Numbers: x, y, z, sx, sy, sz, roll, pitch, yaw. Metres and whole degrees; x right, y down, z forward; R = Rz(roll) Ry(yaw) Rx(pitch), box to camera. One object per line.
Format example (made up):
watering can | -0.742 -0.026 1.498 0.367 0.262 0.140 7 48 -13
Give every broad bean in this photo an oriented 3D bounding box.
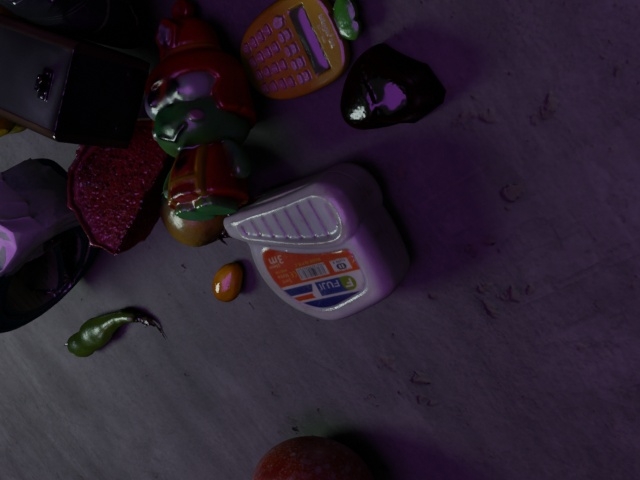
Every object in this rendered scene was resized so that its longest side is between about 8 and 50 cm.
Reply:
broad bean | -0.499 0.218 1.585 0.318 0.056 0.098 -14 106 33

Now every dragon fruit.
dragon fruit | -0.356 -0.118 1.239 0.161 0.126 0.274 25 88 5

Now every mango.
mango | -0.177 0.079 1.328 0.060 0.046 0.089 36 115 8

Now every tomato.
tomato | -0.003 0.511 1.331 0.270 0.227 0.270 29 131 40

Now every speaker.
speaker | -0.426 -0.257 1.107 0.231 0.192 0.153 24 103 26

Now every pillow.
pillow | -0.400 -0.372 1.056 0.161 0.335 0.093 21 100 17

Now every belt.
belt | -0.590 0.022 1.368 0.173 0.300 0.436 42 145 6

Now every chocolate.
chocolate | 0.094 -0.217 0.988 0.148 0.080 0.125 -1 114 33

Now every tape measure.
tape measure | 0.000 0.000 1.130 0.258 0.130 0.265 -17 110 39

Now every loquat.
loquat | -0.213 -0.060 1.216 0.163 0.137 0.163 5 101 27

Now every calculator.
calculator | -0.032 -0.300 1.050 0.235 0.032 0.146 -16 105 37

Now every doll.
doll | -0.193 -0.215 1.099 0.182 0.160 0.363 -16 84 41

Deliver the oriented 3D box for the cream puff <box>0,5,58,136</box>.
cream puff | -0.622 -0.341 1.186 0.291 0.324 0.257 42 169 -2

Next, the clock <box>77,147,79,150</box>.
clock | -0.414 -0.146 1.340 0.198 0.064 0.172 -6 112 32
